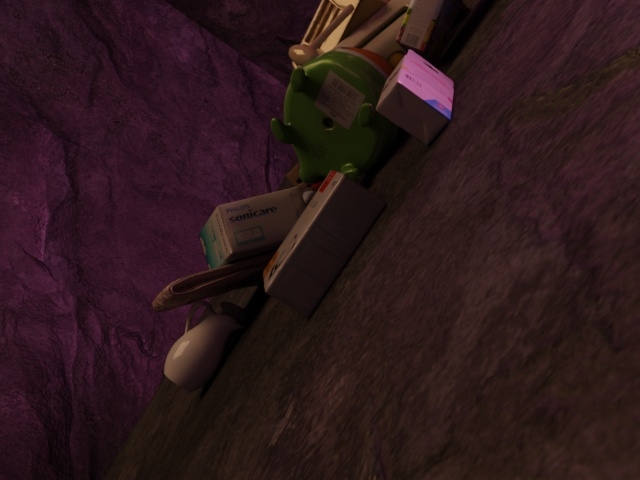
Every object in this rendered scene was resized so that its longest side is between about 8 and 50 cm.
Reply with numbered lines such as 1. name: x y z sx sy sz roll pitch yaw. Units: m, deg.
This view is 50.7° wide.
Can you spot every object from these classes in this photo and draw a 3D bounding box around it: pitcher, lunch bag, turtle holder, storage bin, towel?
1. pitcher: -0.312 0.261 1.706 0.178 0.125 0.207 25 76 44
2. lunch bag: -0.046 -0.090 1.869 0.071 0.053 0.083 -62 0 -44
3. turtle holder: 0.061 -0.240 1.391 0.227 0.243 0.320 -43 -43 -44
4. storage bin: 0.103 -0.476 1.665 0.123 0.262 0.260 46 115 39
5. towel: -0.269 0.114 1.769 0.317 0.053 0.332 -15 -7 -23

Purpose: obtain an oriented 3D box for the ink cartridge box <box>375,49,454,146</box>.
1. ink cartridge box: 0.160 -0.240 1.117 0.061 0.104 0.181 -50 10 33

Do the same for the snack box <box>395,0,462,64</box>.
1. snack box: 0.236 -0.478 1.375 0.207 0.070 0.174 -70 -15 12

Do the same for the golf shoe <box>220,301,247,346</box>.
1. golf shoe: -0.271 0.240 1.793 0.176 0.086 0.069 -57 11 4

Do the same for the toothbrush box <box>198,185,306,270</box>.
1. toothbrush box: -0.171 -0.020 1.718 0.216 0.126 0.295 -15 -9 -23

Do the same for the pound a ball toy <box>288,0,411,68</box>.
1. pound a ball toy: 0.114 -0.427 1.515 0.319 0.208 0.136 -41 50 -5

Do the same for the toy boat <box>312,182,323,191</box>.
1. toy boat: 0.026 -0.235 1.659 0.231 0.151 0.151 -51 14 33

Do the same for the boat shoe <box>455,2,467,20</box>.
1. boat shoe: 0.291 -0.536 1.593 0.073 0.080 0.223 -59 2 17

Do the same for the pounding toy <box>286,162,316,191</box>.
1. pounding toy: -0.027 -0.213 2.136 0.130 0.100 0.141 -44 6 -23

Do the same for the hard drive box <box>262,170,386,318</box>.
1. hard drive box: 0.000 0.000 1.174 0.232 0.089 0.181 -56 9 2
